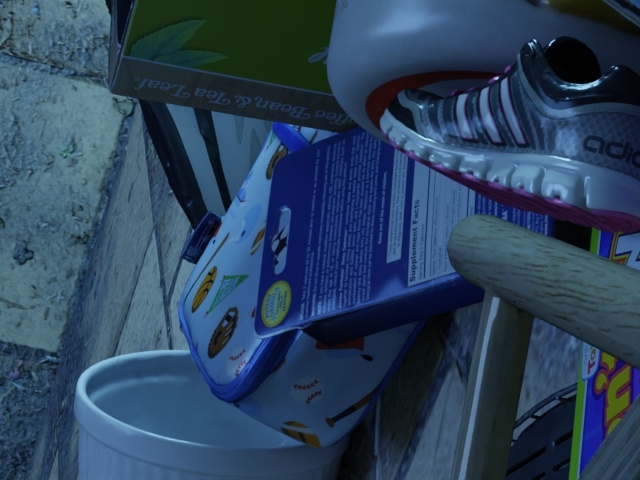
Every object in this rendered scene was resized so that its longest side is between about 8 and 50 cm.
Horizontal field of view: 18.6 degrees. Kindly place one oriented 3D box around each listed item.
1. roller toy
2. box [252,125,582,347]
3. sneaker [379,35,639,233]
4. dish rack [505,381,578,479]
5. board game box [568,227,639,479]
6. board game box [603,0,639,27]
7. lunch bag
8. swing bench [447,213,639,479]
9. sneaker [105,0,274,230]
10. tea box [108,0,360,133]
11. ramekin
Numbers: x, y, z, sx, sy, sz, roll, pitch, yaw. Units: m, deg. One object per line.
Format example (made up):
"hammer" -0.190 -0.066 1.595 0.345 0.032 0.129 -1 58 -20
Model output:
"roller toy" 0.105 -0.112 0.978 0.191 0.209 0.146 36 -120 -57
"box" 0.058 -0.018 1.176 0.225 0.036 0.136 -18 54 36
"sneaker" 0.092 -0.054 0.863 0.170 0.063 0.075 20 87 57
"dish rack" 0.090 0.205 0.973 0.208 0.074 0.272 134 147 -63
"board game box" 0.176 0.073 0.742 0.233 0.078 0.347 133 148 -65
"board game box" 0.202 -0.203 0.593 0.291 0.141 0.232 -46 27 26
"lunch bag" 0.000 0.000 1.404 0.243 0.115 0.303 -61 18 7
"swing bench" 0.170 0.072 0.398 0.254 0.253 0.165 147 135 -71
"sneaker" -0.031 -0.160 1.663 0.169 0.257 0.448 -122 14 -57
"tea box" 0.002 -0.294 1.229 0.323 0.220 0.329 114 160 -45
"ramekin" -0.084 0.165 1.452 0.207 0.207 0.109 -120 37 -71
